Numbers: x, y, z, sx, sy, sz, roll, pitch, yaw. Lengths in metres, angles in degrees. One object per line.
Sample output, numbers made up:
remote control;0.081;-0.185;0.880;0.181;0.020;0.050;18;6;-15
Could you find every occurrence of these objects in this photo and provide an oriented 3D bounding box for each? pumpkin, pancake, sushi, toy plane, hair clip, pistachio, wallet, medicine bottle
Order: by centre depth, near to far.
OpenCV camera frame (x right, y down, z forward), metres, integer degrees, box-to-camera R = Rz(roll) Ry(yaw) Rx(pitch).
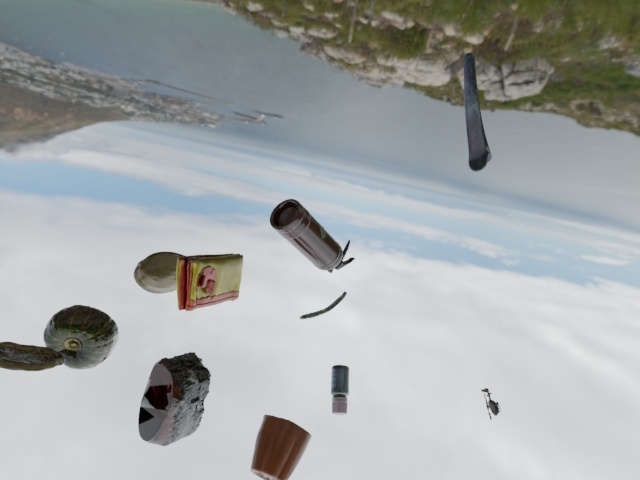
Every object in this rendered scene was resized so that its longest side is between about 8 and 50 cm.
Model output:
hair clip;0.377;-0.309;1.020;0.048;0.275;0.083;4;-152;38
sushi;-0.358;0.394;1.047;0.136;0.225;0.126;31;-165;37
wallet;-0.279;0.105;1.108;0.067;0.141;0.241;4;-178;20
pancake;-0.896;0.350;1.277;0.235;0.029;0.212;12;175;24
pistachio;-0.551;0.111;1.532;0.238;0.153;0.138;-14;-150;-30
hair clip;0.018;0.247;1.551;0.229;0.036;0.066;-24;178;-35
pumpkin;-0.902;0.355;1.605;0.261;0.260;0.189;11;-159;-7
toy plane;0.673;0.642;1.658;0.049;0.120;0.031;-20;164;30
medicine bottle;0.086;0.656;1.849;0.084;0.203;0.083;2;148;1

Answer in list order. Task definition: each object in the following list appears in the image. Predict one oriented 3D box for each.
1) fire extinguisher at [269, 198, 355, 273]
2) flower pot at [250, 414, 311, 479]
fire extinguisher;0.000;0.000;1.248;0.102;0.138;0.344;20;163;44
flower pot;-0.142;0.711;1.417;0.191;0.190;0.173;14;-130;11
